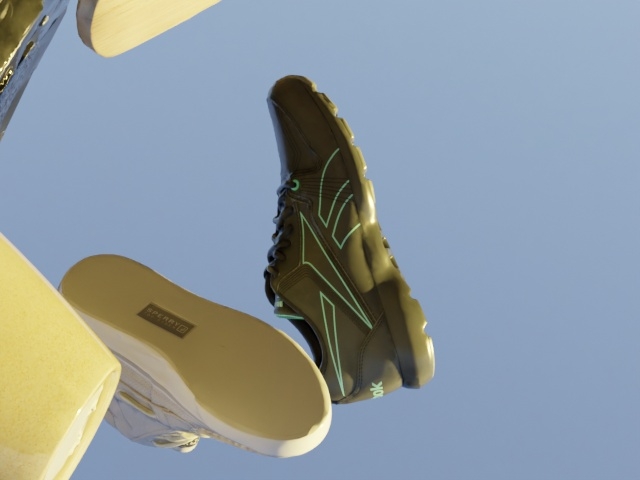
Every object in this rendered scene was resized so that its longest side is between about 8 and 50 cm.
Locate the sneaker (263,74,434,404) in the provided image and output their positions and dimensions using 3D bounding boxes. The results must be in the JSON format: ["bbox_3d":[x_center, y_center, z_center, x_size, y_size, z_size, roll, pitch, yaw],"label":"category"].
[{"bbox_3d":[0.000,0.000,1.476,0.106,0.267,0.101,-20,170,-5],"label":"sneaker"}]

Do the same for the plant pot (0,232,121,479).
[{"bbox_3d":[-0.281,0.071,1.249,0.274,0.256,0.256,29,-149,5],"label":"plant pot"}]

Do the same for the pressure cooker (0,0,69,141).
[{"bbox_3d":[-0.455,-0.184,1.555,0.420,0.370,0.375,31,179,-7],"label":"pressure cooker"}]

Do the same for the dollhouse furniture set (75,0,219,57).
[{"bbox_3d":[-0.223,-0.330,1.031,0.362,0.394,0.256,37,-133,22],"label":"dollhouse furniture set"}]

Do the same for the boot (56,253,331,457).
[{"bbox_3d":[-0.091,0.113,1.420,0.258,0.123,0.095,32,-127,33],"label":"boot"}]
